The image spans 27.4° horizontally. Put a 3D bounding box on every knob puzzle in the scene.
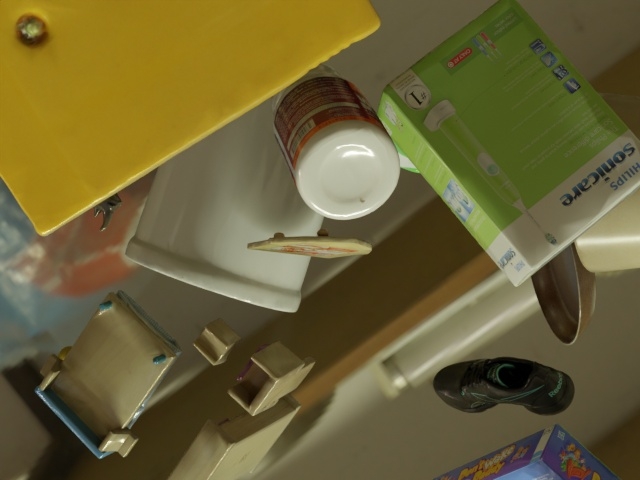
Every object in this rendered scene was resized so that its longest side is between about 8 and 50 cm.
[{"bbox_3d":[0.000,0.000,2.161,0.213,0.030,0.213,2,172,0],"label":"knob puzzle"}]

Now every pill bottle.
[{"bbox_3d":[0.010,-0.124,1.545,0.121,0.121,0.221,-35,-150,7],"label":"pill bottle"}]

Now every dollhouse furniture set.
[{"bbox_3d":[-0.189,0.166,1.806,0.286,0.303,0.198,-55,165,23],"label":"dollhouse furniture set"}]

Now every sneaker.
[{"bbox_3d":[0.289,0.227,2.184,0.267,0.106,0.101,-5,-121,42],"label":"sneaker"}]

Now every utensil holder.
[{"bbox_3d":[-0.137,-0.103,2.368,0.327,0.327,0.386,-159,-92,-79],"label":"utensil holder"}]

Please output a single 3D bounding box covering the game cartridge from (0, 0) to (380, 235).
[{"bbox_3d":[-0.159,-0.206,1.030,0.323,0.285,0.052,-32,-170,-3],"label":"game cartridge"}]

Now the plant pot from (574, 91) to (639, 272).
[{"bbox_3d":[0.513,-0.078,1.810,0.274,0.257,0.256,2,-151,27],"label":"plant pot"}]

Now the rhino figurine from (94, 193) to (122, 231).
[{"bbox_3d":[-0.341,-0.131,1.883,0.106,0.243,0.073,-14,180,12],"label":"rhino figurine"}]

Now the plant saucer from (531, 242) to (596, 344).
[{"bbox_3d":[0.434,0.033,2.377,0.050,0.311,0.310,-13,-172,-5],"label":"plant saucer"}]

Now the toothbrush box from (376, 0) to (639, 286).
[{"bbox_3d":[0.236,-0.122,1.610,0.206,0.283,0.122,-39,171,-9],"label":"toothbrush box"}]

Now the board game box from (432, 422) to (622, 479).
[{"bbox_3d":[0.351,0.451,2.169,0.347,0.233,0.078,-37,-167,50],"label":"board game box"}]

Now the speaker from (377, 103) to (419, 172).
[{"bbox_3d":[0.252,-0.190,2.580,0.131,0.296,0.131,11,90,-90],"label":"speaker"}]
